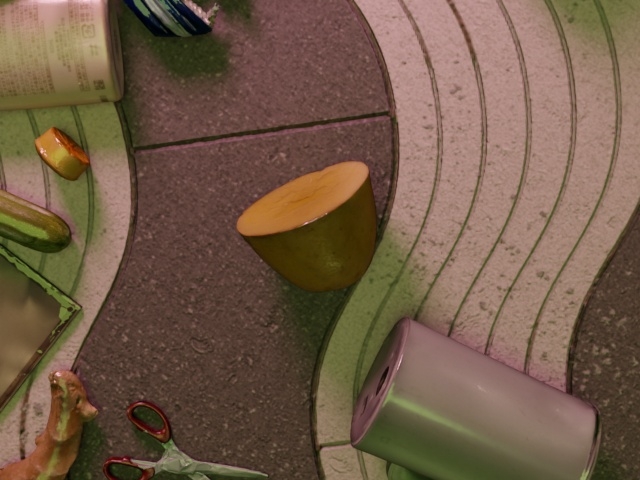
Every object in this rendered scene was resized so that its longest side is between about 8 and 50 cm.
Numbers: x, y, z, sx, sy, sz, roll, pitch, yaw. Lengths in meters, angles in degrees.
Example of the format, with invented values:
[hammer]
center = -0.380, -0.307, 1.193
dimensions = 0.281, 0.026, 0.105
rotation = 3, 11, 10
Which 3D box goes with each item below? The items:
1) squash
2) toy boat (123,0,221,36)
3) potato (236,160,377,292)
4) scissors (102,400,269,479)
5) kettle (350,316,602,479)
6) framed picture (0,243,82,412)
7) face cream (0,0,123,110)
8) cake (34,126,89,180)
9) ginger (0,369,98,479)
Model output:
[squash]
center = -0.485, -0.044, 1.457
dimensions = 0.239, 0.069, 0.069
rotation = 24, 99, -3
[toy boat]
center = -0.170, -0.405, 1.395
dimensions = 0.291, 0.070, 0.210
rotation = -15, 99, 1
[potato]
center = 0.000, 0.000, 1.416
dimensions = 0.203, 0.178, 0.158
rotation = -30, 114, -19
[scissors]
center = -0.209, 0.358, 1.541
dimensions = 0.247, 0.017, 0.144
rotation = 24, 99, -4
[kettle]
center = 0.211, 0.291, 1.428
dimensions = 0.318, 0.205, 0.265
rotation = 23, 96, -5
[framed picture]
center = -0.503, 0.139, 1.515
dimensions = 0.173, 0.010, 0.231
rotation = 40, 97, -5
[face cream]
center = -0.467, -0.273, 1.414
dimensions = 0.348, 0.081, 0.173
rotation = -5, 102, 2
[cake]
center = -0.381, -0.126, 1.436
dimensions = 0.044, 0.084, 0.084
rotation = -44, 95, 4
[ginger]
center = -0.439, 0.339, 1.515
dimensions = 0.131, 0.086, 0.294
rotation = 21, 91, 7
